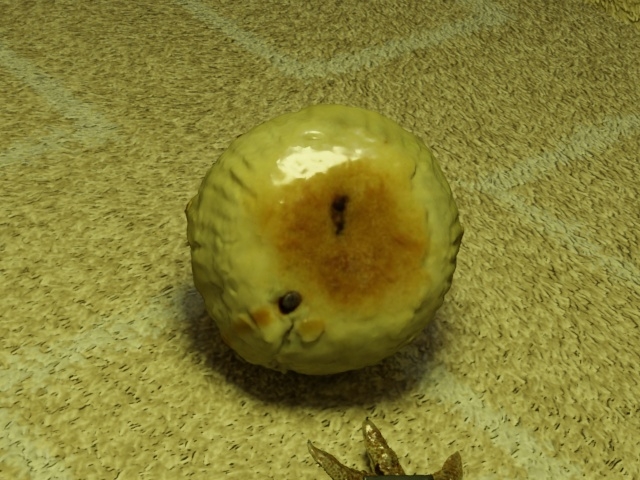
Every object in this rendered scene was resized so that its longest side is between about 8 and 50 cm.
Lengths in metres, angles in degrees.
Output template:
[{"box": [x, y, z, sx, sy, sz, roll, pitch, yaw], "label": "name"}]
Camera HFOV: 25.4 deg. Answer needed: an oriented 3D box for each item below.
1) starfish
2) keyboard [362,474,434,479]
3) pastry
[{"box": [0.110, 0.318, 1.795, 0.277, 0.062, 0.236, 26, 36, 9], "label": "starfish"}, {"box": [0.118, 0.410, 1.636, 0.106, 0.027, 0.317, 2, 48, -17], "label": "keyboard"}, {"box": [0.000, 0.000, 1.977, 0.389, 0.388, 0.312, 3, 4, -9], "label": "pastry"}]
